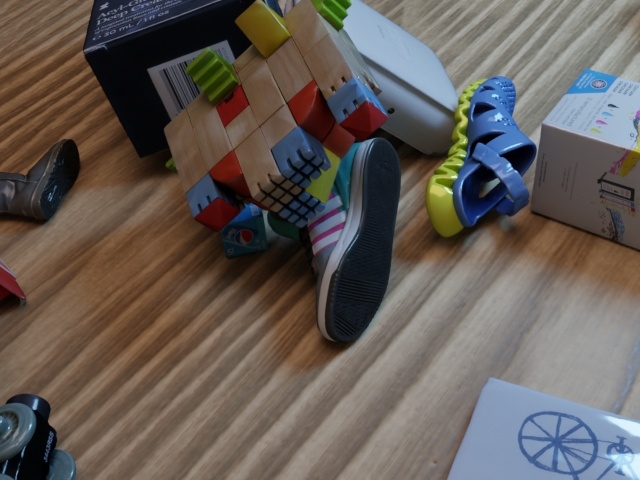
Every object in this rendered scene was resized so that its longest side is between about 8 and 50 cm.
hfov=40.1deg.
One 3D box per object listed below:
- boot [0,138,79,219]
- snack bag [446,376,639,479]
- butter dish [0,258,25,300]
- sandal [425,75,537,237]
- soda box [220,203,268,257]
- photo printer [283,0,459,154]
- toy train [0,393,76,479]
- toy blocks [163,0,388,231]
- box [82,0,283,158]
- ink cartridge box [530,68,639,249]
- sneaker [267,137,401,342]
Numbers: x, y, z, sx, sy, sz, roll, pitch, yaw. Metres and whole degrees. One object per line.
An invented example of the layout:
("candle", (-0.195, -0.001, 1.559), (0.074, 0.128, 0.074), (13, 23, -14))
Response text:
("boot", (-0.523, -0.101, 1.450), (0.209, 0.076, 0.189), (-1, 40, 15))
("snack bag", (0.280, 0.316, 0.923), (0.323, 0.037, 0.342), (15, 46, 22))
("butter dish", (-0.526, 0.046, 1.244), (0.118, 0.160, 0.160), (-48, 52, -8))
("sandal", (0.266, -0.132, 1.334), (0.138, 0.126, 0.317), (-3, 48, 30))
("soda box", (-0.133, -0.072, 1.363), (0.067, 0.071, 0.210), (-11, 43, -5))
("photo printer", (0.077, -0.296, 1.438), (0.308, 0.107, 0.256), (26, 32, -29))
("toy train", (-0.385, 0.315, 0.935), (0.190, 0.142, 0.334), (-12, 43, 11))
("toy blocks", (-0.056, -0.141, 1.186), (0.381, 0.191, 0.261), (-39, 48, 18))
("box", (-0.216, -0.364, 1.518), (0.294, 0.212, 0.395), (-20, 35, 4))
("ink cartridge box", (0.453, -0.113, 1.271), (0.233, 0.168, 0.171), (23, 49, 27))
("sneaker", (0.000, 0.000, 1.238), (0.178, 0.124, 0.295), (-6, 62, 41))
